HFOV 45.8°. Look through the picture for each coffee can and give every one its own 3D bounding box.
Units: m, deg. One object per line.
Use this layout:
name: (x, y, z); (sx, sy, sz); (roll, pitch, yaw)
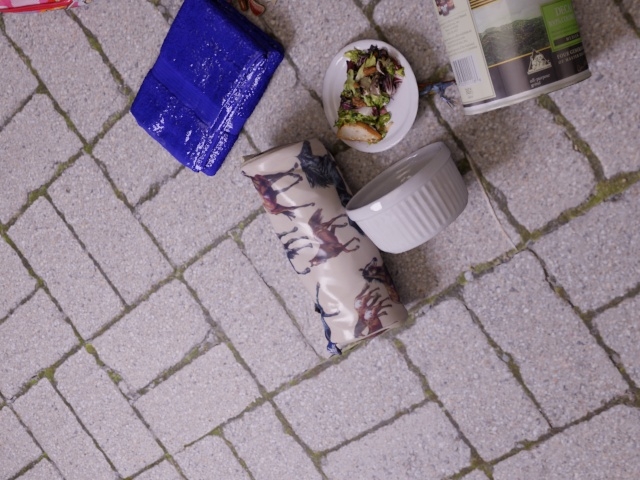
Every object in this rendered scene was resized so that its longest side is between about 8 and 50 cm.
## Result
coffee can: (0.281, -0.355, 1.165); (0.202, 0.201, 0.275); (-14, 101, 25)

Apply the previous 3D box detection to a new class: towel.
towel: (-0.229, -0.298, 1.448); (0.228, 0.076, 0.308); (39, 118, 6)

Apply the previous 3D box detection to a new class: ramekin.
ramekin: (0.156, -0.068, 1.306); (0.207, 0.207, 0.109); (-30, 102, 26)

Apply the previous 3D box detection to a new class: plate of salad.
plate of salad: (0.080, -0.254, 1.343); (0.200, 0.048, 0.199); (11, 109, 34)

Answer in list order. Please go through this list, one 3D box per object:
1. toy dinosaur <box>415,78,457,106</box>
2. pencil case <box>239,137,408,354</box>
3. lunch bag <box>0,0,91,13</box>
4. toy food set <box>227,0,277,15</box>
toy dinosaur: (0.200, -0.268, 1.315); (0.082, 0.047, 0.090); (-37, 79, 8)
pencil case: (0.000, 0.000, 1.407); (0.184, 0.160, 0.410); (-22, 97, 38)
lunch bag: (-0.545, -0.596, 1.471); (0.258, 0.120, 0.293); (0, 108, 17)
toy food set: (-0.141, -0.463, 1.402); (0.122, 0.019, 0.078); (42, 117, -4)
